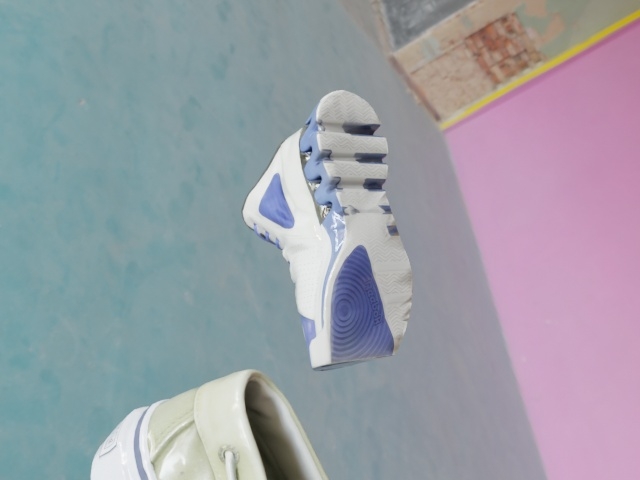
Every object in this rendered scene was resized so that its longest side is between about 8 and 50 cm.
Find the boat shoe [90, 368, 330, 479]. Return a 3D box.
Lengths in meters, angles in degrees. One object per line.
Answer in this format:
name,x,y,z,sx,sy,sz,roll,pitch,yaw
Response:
boat shoe,0.000,0.204,0.385,0.302,0.094,0.109,58,24,2

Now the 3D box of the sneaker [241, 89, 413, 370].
sneaker,0.000,-0.001,0.986,0.127,0.182,0.315,4,76,-34
